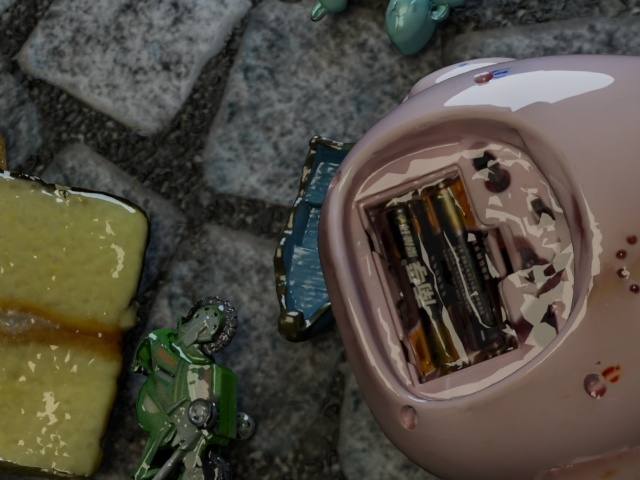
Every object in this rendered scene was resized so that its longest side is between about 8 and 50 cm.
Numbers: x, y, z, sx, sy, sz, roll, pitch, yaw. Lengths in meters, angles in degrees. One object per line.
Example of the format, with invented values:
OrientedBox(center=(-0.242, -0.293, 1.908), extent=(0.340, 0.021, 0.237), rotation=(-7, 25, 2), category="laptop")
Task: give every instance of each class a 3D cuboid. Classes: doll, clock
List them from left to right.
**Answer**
OrientedBox(center=(0.065, -0.239, 1.453), extent=(0.159, 0.059, 0.158), rotation=(-6, 70, 17), category="doll")
OrientedBox(center=(0.194, 0.011, 1.221), extent=(0.377, 0.250, 0.368), rotation=(-22, 68, 13), category="clock")

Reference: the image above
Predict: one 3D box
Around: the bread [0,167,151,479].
OrientedBox(center=(-0.284, 0.065, 1.420), extent=(0.236, 0.198, 0.263), rotation=(6, 77, 14), category="bread")

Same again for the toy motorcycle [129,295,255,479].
OrientedBox(center=(-0.118, 0.141, 1.396), extent=(0.106, 0.074, 0.190), rotation=(-6, 72, 28), category="toy motorcycle")

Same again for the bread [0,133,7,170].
OrientedBox(center=(-0.361, -0.071, 1.557), extent=(0.132, 0.053, 0.074), rotation=(-10, 70, 19), category="bread")

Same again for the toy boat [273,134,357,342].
OrientedBox(center=(0.000, 0.000, 1.390), extent=(0.075, 0.077, 0.185), rotation=(10, 77, 22), category="toy boat")
